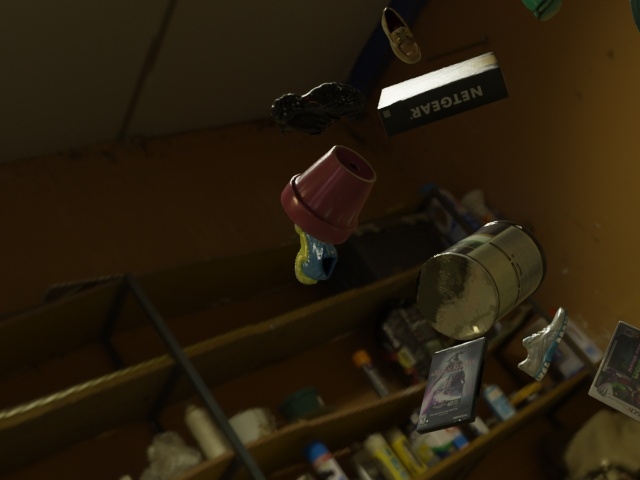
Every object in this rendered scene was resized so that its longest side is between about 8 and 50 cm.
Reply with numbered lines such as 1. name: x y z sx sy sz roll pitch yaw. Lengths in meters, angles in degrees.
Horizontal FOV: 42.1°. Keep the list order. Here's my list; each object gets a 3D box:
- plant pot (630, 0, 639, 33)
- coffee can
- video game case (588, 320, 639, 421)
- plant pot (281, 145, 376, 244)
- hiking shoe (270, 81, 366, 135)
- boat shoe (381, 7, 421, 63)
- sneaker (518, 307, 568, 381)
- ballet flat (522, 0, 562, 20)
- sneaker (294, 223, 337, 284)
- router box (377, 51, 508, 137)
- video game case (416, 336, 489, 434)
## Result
1. plant pot: 0.901 -0.556 1.771 0.341 0.341 0.334 -37 11 -2
2. coffee can: 0.372 0.085 1.906 0.275 0.201 0.201 -25 -24 -49
3. video game case: 0.720 0.304 1.881 0.022 0.173 0.190 8 -75 -51
4. plant pot: 0.033 -0.122 2.016 0.201 0.201 0.180 -3 -42 -53
5. hiking shoe: 0.001 -0.306 1.985 0.227 0.086 0.114 -6 -28 9
6. boat shoe: 0.162 -0.422 1.712 0.050 0.135 0.045 -30 -23 -1
7. sneaker: 0.546 0.247 2.052 0.190 0.083 0.071 -65 -13 -2
8. ballet flat: 0.565 -0.625 2.139 0.083 0.087 0.247 -45 -9 21
9. sneaker: 0.000 0.000 2.241 0.126 0.240 0.091 0 -1 43
10. router box: 0.304 -0.370 2.090 0.309 0.081 0.243 -17 18 13
11. video game case: 0.378 0.414 2.374 0.196 0.026 0.274 -26 33 41
